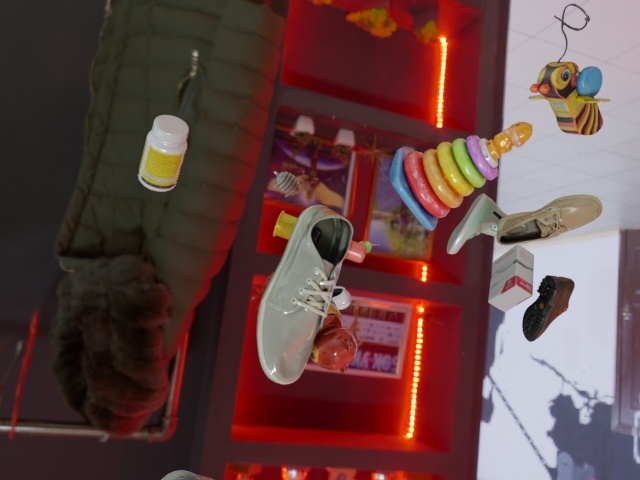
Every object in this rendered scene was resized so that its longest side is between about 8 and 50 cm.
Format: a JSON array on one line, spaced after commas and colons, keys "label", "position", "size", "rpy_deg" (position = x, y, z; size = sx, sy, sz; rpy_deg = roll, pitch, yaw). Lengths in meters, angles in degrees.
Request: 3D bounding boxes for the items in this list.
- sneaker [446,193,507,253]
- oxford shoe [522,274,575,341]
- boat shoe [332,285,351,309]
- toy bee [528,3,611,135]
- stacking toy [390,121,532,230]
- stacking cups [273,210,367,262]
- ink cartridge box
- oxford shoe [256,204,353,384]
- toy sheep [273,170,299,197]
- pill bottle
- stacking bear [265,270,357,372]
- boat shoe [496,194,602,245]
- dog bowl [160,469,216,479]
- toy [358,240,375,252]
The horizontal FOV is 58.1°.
[{"label": "sneaker", "position": [0.583, -0.028, 2.115], "size": [0.151, 0.255, 0.094], "rpy_deg": [36, 178, -6]}, {"label": "oxford shoe", "position": [0.619, 0.191, 1.552], "size": [0.096, 0.082, 0.227], "rpy_deg": [1, 131, -17]}, {"label": "boat shoe", "position": [-0.021, 0.203, 2.066], "size": [0.258, 0.095, 0.084], "rpy_deg": [-12, 137, 16]}, {"label": "toy bee", "position": [0.554, -0.355, 1.338], "size": [0.162, 0.298, 0.195], "rpy_deg": [-37, -171, -16]}, {"label": "stacking toy", "position": [0.316, -0.167, 1.243], "size": [0.302, 0.175, 0.165], "rpy_deg": [-29, 117, 28]}, {"label": "stacking cups", "position": [0.000, 0.000, 1.950], "size": [0.316, 0.096, 0.096], "rpy_deg": [22, 171, 3]}, {"label": "ink cartridge box", "position": [0.522, 0.102, 1.572], "size": [0.063, 0.150, 0.109], "rpy_deg": [31, 139, -10]}, {"label": "oxford shoe", "position": [-0.032, 0.119, 1.374], "size": [0.169, 0.449, 0.130], "rpy_deg": [28, 162, -36]}, {"label": "toy sheep", "position": [-0.135, -0.228, 2.271], "size": [0.132, 0.091, 0.091], "rpy_deg": [37, 158, -21]}, {"label": "pill bottle", "position": [-0.464, -0.258, 1.708], "size": [0.119, 0.119, 0.208], "rpy_deg": [11, 132, -22]}, {"label": "stacking bear", "position": [-0.016, 0.221, 1.506], "size": [0.164, 0.175, 0.289], "rpy_deg": [-9, -142, -34]}, {"label": "boat shoe", "position": [0.755, -0.052, 1.910], "size": [0.341, 0.121, 0.110], "rpy_deg": [-20, -159, 31]}, {"label": "dog bowl", "position": [-0.353, 0.810, 1.564], "size": [0.349, 0.348, 0.102], "rpy_deg": [-3, 163, 43]}, {"label": "toy", "position": [0.085, 0.040, 2.127], "size": [0.237, 0.056, 0.137], "rpy_deg": [-10, 171, 43]}]
